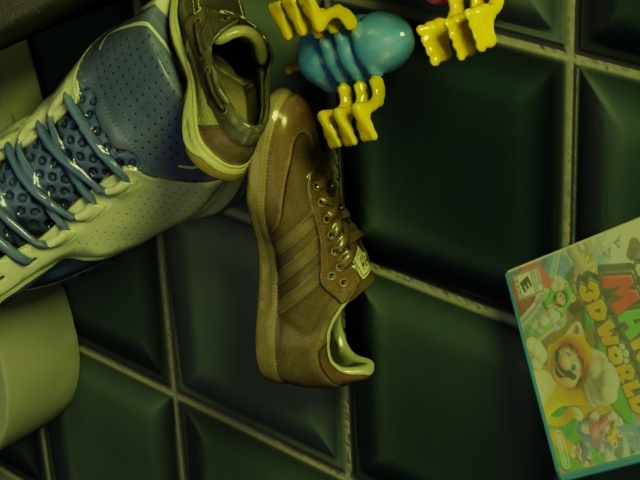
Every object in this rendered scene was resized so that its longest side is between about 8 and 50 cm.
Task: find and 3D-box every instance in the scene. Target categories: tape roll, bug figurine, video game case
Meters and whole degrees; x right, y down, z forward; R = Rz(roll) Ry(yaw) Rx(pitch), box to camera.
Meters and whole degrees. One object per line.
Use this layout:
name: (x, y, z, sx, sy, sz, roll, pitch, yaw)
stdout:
tape roll: (-0.283, 0.058, 1.342, 0.219, 0.072, 0.219, 25, 128, 37)
bug figurine: (0.012, -0.189, 0.887, 0.216, 0.072, 0.279, 0, 116, 54)
video game case: (0.166, 0.050, 0.881, 0.166, 0.015, 0.119, -26, 74, 50)

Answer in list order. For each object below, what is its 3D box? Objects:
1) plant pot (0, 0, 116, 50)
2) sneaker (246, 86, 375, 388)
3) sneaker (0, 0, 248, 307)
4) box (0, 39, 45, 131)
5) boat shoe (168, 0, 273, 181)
plant pot: (-0.167, -0.204, 0.998, 0.167, 0.187, 0.188, -3, 110, 35)
sneaker: (0.000, 0.000, 1.033, 0.071, 0.066, 0.188, 6, 116, 15)
sneaker: (-0.180, -0.021, 1.103, 0.315, 0.182, 0.127, -33, 88, 50)
box: (-0.269, -0.133, 1.218, 0.137, 0.072, 0.126, 6, 116, 45)
boat shoe: (-0.050, -0.103, 0.985, 0.049, 0.056, 0.152, -40, 46, 36)
